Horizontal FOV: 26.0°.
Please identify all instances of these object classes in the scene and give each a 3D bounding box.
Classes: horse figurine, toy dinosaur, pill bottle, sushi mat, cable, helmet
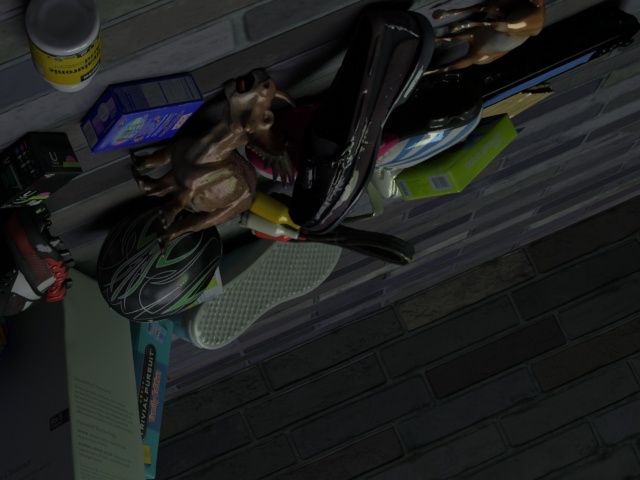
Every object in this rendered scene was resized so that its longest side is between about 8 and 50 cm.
[{"bbox_3d":[0.211,-0.268,1.728,0.174,0.066,0.263,-13,168,-17],"label":"horse figurine"},{"bbox_3d":[-0.122,-0.080,1.725,0.200,0.127,0.295,-20,166,-11],"label":"toy dinosaur"},{"bbox_3d":[-0.230,-0.177,1.247,0.065,0.065,0.116,-22,169,-12],"label":"pill bottle"},{"bbox_3d":[0.224,-0.173,2.282,0.316,0.019,0.151,-31,168,32],"label":"sushi mat"},{"bbox_3d":[0.000,0.000,2.073,0.072,0.287,0.139,-59,164,-22],"label":"cable"},{"bbox_3d":[-0.228,0.030,1.929,0.169,0.169,0.161,-31,-179,30],"label":"helmet"}]

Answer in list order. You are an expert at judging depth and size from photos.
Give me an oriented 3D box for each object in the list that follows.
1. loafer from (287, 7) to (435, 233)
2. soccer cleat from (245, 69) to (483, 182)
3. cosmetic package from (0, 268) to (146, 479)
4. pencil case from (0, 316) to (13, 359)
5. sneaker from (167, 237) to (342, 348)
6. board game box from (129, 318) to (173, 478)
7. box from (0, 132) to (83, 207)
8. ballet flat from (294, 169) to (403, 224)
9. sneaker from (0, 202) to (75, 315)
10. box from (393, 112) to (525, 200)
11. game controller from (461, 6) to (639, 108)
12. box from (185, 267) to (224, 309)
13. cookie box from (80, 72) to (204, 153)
[{"bbox_3d":[0.025,-0.146,1.653,0.095,0.109,0.302,8,119,-42],"label":"loafer"},{"bbox_3d":[0.061,-0.128,1.840,0.331,0.116,0.143,-15,157,-12],"label":"soccer cleat"},{"bbox_3d":[-0.387,0.253,2.009,0.217,0.385,0.156,-32,142,24],"label":"cosmetic package"},{"bbox_3d":[-0.578,0.185,2.010,0.306,0.119,0.133,-34,-179,35],"label":"pencil case"},{"bbox_3d":[-0.125,0.050,2.376,0.366,0.135,0.150,-31,-148,-35],"label":"sneaker"},{"bbox_3d":[-0.396,0.258,2.174,0.336,0.253,0.079,-14,149,33],"label":"board game box"},{"bbox_3d":[-0.319,-0.078,1.536,0.083,0.052,0.062,-32,168,29],"label":"box"},{"bbox_3d":[0.069,-0.100,2.036,0.116,0.124,0.342,-16,165,-36],"label":"ballet flat"},{"bbox_3d":[-0.390,0.033,1.770,0.135,0.097,0.276,-23,170,-17],"label":"sneaker"},{"bbox_3d":[0.197,-0.123,1.951,0.109,0.042,0.178,-8,-153,48],"label":"box"},{"bbox_3d":[0.311,-0.246,2.021,0.319,0.067,0.166,-24,168,1],"label":"game controller"},{"bbox_3d":[-0.221,0.039,2.120,0.114,0.103,0.203,-23,168,-6],"label":"box"},{"bbox_3d":[-0.197,-0.141,1.530,0.107,0.040,0.092,-15,165,-38],"label":"cookie box"}]
